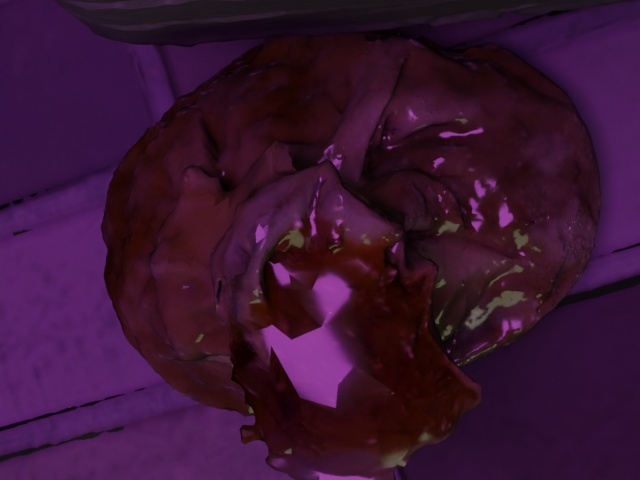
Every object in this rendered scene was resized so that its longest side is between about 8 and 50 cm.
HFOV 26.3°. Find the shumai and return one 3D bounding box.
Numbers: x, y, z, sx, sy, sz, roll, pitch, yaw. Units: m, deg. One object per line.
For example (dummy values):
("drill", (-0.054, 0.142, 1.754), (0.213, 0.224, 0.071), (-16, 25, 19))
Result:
("shumai", (0.000, 0.000, 0.525), (0.210, 0.153, 0.161), (-3, 102, 14))

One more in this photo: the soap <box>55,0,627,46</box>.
("soap", (0.068, -0.175, 0.317), (0.350, 0.435, 0.213), (-8, 94, -5))
